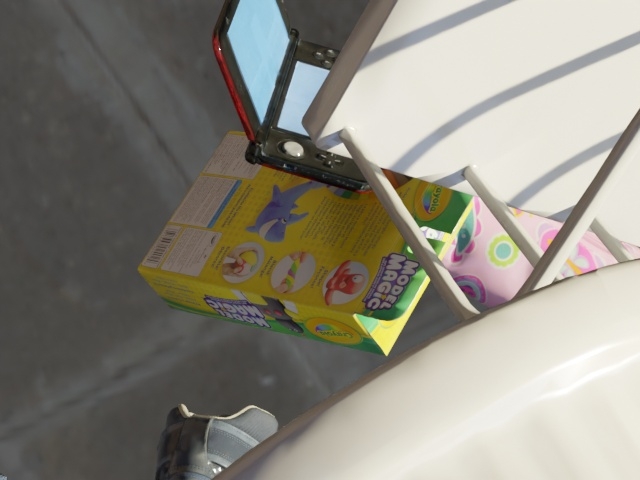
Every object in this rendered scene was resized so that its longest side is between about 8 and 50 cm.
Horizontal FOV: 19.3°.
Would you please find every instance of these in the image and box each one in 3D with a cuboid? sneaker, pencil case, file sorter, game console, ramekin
[{"bbox_3d":[-0.061,0.209,1.283,0.086,0.163,0.226,-2,141,10],"label":"sneaker"},{"bbox_3d":[0.204,0.021,1.656,0.284,0.124,0.124,31,119,-7],"label":"pencil case"},{"bbox_3d":[0.176,-0.046,0.741,0.278,0.173,0.193,16,117,-31],"label":"file sorter"},{"bbox_3d":[-0.006,-0.114,1.202,0.124,0.144,0.085,16,128,-1],"label":"game console"},{"bbox_3d":[0.048,0.137,0.534,0.273,0.127,0.273,-29,154,-15],"label":"ramekin"}]

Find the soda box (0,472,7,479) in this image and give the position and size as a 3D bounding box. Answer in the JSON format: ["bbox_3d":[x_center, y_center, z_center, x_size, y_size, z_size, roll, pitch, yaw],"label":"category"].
[{"bbox_3d":[-0.301,0.277,1.244,0.091,0.286,0.098,21,166,-20],"label":"soda box"}]

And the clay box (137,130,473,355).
[{"bbox_3d":[0.000,0.000,1.229,0.127,0.222,0.053,-58,137,-23],"label":"clay box"}]
